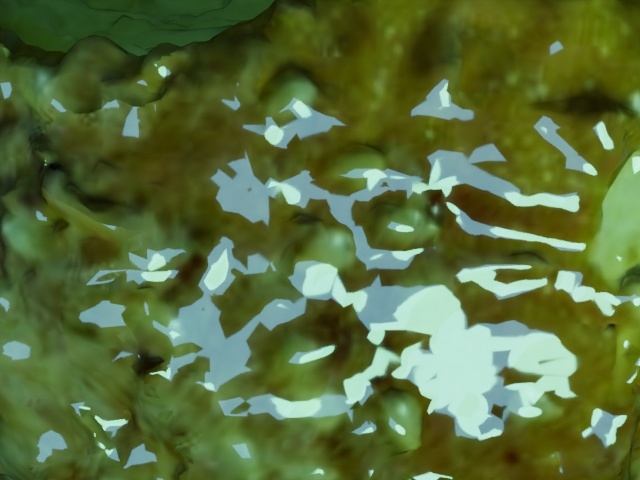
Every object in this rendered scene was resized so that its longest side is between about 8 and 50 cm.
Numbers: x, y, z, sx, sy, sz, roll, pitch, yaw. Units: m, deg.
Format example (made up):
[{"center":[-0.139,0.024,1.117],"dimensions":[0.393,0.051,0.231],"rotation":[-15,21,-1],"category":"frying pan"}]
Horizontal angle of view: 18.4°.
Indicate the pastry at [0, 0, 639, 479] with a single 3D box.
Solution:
[{"center":[0.014,0.010,0.812],"dimensions":[0.405,0.292,0.337],"rotation":[-16,112,6],"category":"pastry"}]
